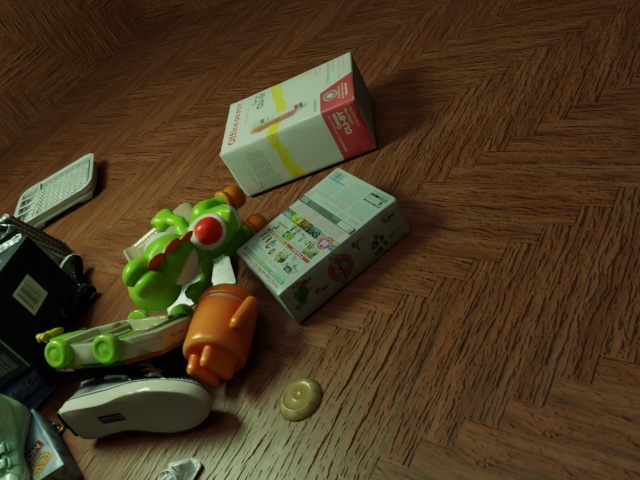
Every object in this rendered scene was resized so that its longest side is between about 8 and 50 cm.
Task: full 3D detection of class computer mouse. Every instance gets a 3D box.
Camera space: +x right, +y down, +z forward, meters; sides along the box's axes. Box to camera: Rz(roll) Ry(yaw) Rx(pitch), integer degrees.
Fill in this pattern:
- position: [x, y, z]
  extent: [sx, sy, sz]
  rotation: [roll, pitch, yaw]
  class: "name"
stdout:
- position: [-0.585, 0.263, 1.381]
  extent: [0.262, 0.060, 0.184]
  rotation: [-10, 18, 13]
  class: "computer mouse"

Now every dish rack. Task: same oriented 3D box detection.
- position: [-0.952, -0.167, 2.112]
  extent: [0.333, 0.072, 0.285]
  rotation: [-30, 36, 3]
  class: "dish rack"

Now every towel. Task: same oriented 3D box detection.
- position: [-0.861, 0.060, 1.613]
  extent: [0.235, 0.284, 0.121]
  rotation: [-28, 66, 2]
  class: "towel"

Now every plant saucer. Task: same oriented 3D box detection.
- position: [-0.038, 0.273, 1.006]
  extent: [0.083, 0.015, 0.083]
  rotation: [-20, 39, 17]
  class: "plant saucer"

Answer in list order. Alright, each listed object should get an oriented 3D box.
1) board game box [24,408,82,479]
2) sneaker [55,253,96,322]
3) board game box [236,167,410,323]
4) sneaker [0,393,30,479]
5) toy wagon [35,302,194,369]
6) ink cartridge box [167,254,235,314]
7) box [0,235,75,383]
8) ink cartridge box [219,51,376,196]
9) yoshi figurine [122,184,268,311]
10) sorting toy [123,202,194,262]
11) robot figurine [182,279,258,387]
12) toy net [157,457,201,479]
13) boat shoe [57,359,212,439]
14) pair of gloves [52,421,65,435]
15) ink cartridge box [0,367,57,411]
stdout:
- position: [-0.568, 0.458, 1.133]
  extent: [0.194, 0.060, 0.194]
  rotation: [10, 56, 38]
  class: "board game box"
- position: [-0.658, 0.121, 1.581]
  extent: [0.121, 0.079, 0.217]
  rotation: [-15, 48, 17]
  class: "sneaker"
- position: [0.000, 0.000, 1.221]
  extent: [0.303, 0.097, 0.224]
  rotation: [-39, 36, -10]
  class: "board game box"
- position: [-0.625, 0.390, 1.073]
  extent: [0.094, 0.151, 0.256]
  rotation: [-29, 43, 0]
  class: "sneaker"
- position: [-0.438, 0.204, 1.207]
  extent: [0.344, 0.068, 0.267]
  rotation: [-10, 3, 21]
  class: "toy wagon"
- position: [-0.302, 0.061, 1.425]
  extent: [0.189, 0.066, 0.232]
  rotation: [-27, 58, 7]
  class: "ink cartridge box"
- position: [-0.801, 0.202, 1.357]
  extent: [0.312, 0.179, 0.343]
  rotation: [-31, 27, 11]
  class: "box"
- position: [-0.059, -0.312, 1.559]
  extent: [0.384, 0.160, 0.279]
  rotation: [-20, 39, 17]
  class: "ink cartridge box"
- position: [-0.289, 0.031, 1.263]
  extent: [0.203, 0.203, 0.362]
  rotation: [12, 32, 31]
  class: "yoshi figurine"
- position: [-0.364, 0.023, 1.423]
  extent: [0.208, 0.038, 0.193]
  rotation: [-38, 53, -7]
  class: "sorting toy"
- position: [-0.191, 0.174, 1.136]
  extent: [0.128, 0.158, 0.219]
  rotation: [8, 44, 0]
  class: "robot figurine"
- position: [-0.301, 0.451, 0.969]
  extent: [0.232, 0.045, 0.122]
  rotation: [-37, 37, -7]
  class: "toy net"
- position: [-0.344, 0.281, 1.129]
  extent: [0.340, 0.127, 0.158]
  rotation: [-12, 33, 21]
  class: "boat shoe"
- position: [-0.588, 0.426, 1.233]
  extent: [0.074, 0.010, 0.083]
  rotation: [-4, 44, 33]
  class: "pair of gloves"
- position: [-0.788, 0.370, 1.369]
  extent: [0.311, 0.065, 0.186]
  rotation: [3, 35, 35]
  class: "ink cartridge box"
